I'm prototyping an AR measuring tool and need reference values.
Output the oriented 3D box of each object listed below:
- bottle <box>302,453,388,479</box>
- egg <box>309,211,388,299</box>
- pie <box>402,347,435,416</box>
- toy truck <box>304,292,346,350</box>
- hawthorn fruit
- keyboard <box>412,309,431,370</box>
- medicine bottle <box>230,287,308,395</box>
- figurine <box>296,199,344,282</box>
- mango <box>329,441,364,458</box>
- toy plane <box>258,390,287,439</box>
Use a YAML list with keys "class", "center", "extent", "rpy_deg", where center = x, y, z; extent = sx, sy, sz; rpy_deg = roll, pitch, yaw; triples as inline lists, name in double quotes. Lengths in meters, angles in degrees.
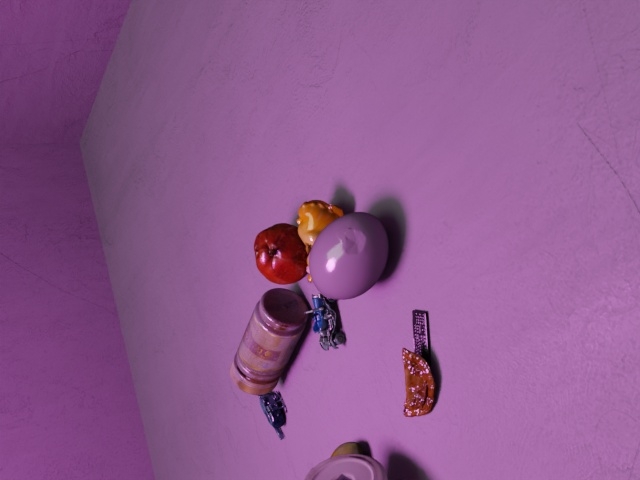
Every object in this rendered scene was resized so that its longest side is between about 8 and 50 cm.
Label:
- class: "bottle"
  center: [0.101, 0.693, 1.839]
  extent: [0.229, 0.229, 0.352]
  rpy_deg: [20, 134, 56]
- class: "egg"
  center: [0.069, 0.034, 1.824]
  extent: [0.232, 0.176, 0.176]
  rpy_deg: [-55, 50, 40]
- class: "pie"
  center: [0.223, 0.332, 1.756]
  extent: [0.088, 0.033, 0.191]
  rpy_deg: [25, 129, 42]
- class: "toy truck"
  center: [0.006, 0.212, 2.052]
  extent: [0.080, 0.078, 0.154]
  rpy_deg: [-23, 76, 59]
- class: "hawthorn fruit"
  center: [-0.100, 0.031, 2.104]
  extent: [0.173, 0.173, 0.179]
  rpy_deg: [56, 171, 38]
- class: "keyboard"
  center: [0.227, 0.234, 1.759]
  extent: [0.053, 0.010, 0.155]
  rpy_deg: [0, 95, 60]
- class: "medicine bottle"
  center: [-0.148, 0.291, 2.244]
  extent: [0.151, 0.151, 0.322]
  rpy_deg: [59, 141, 34]
- class: "figurine"
  center: [0.000, 0.000, 1.999]
  extent: [0.156, 0.131, 0.246]
  rpy_deg: [-71, -11, -46]
- class: "mango"
  center: [0.063, 0.626, 2.020]
  extent: [0.137, 0.091, 0.238]
  rpy_deg: [8, 97, 53]
- class: "toy plane"
  center: [-0.162, 0.493, 2.399]
  extent: [0.235, 0.060, 0.096]
  rpy_deg: [60, 154, 28]
